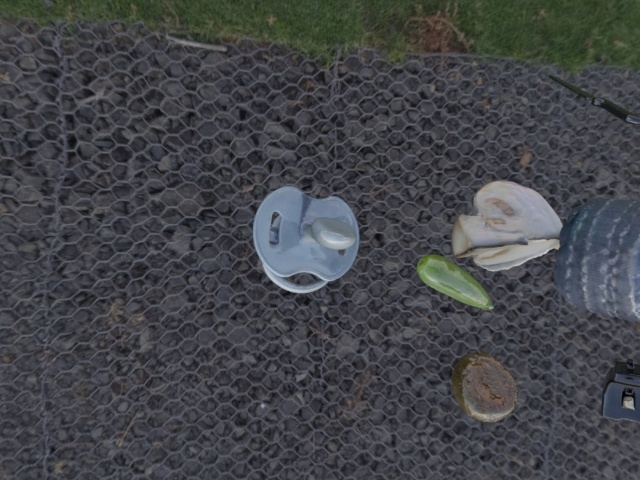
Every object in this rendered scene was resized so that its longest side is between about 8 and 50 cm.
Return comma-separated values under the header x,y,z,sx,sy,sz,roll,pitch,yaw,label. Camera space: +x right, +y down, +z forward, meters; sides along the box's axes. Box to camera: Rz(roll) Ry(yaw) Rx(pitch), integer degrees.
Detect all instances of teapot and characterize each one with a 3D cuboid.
x,y,z,sx,sy,sz,roll,pitch,yaw,label
0.583,0.273,0.800,0.177,0.087,0.096,-6,95,-53,teapot

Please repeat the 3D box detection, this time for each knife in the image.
x,y,z,sx,sy,sz,roll,pitch,yaw,label
0.332,-0.180,0.527,0.023,0.170,0.010,4,126,-13,knife

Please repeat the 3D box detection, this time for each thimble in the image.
x,y,z,sx,sy,sz,roll,pitch,yaw,label
0.587,0.035,0.844,0.205,0.172,0.236,-1,98,-33,thimble

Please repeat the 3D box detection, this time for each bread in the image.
x,y,z,sx,sy,sz,roll,pitch,yaw,label
0.553,0.503,1.448,0.230,0.123,0.230,7,52,-9,bread

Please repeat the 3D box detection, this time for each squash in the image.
x,y,z,sx,sy,sz,roll,pitch,yaw,label
0.506,0.157,1.563,0.370,0.118,0.118,27,86,-21,squash

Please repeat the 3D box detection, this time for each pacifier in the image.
x,y,z,sx,sy,sz,roll,pitch,yaw,label
0.000,0.000,0.907,0.279,0.207,0.227,8,81,-34,pacifier

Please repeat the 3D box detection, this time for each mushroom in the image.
x,y,z,sx,sy,sz,roll,pitch,yaw,label
0.426,-0.031,1.038,0.236,0.162,0.173,-4,61,-3,mushroom

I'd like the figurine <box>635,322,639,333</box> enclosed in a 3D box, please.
x,y,z,sx,sy,sz,roll,pitch,yaw,label
1.060,0.262,1.325,0.125,0.138,0.125,-1,87,27,figurine
